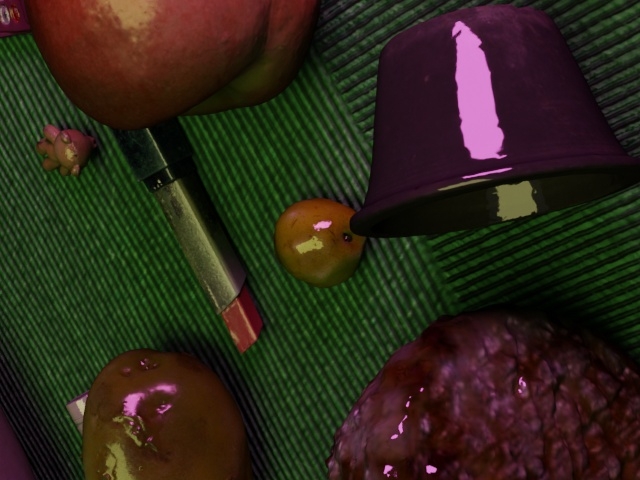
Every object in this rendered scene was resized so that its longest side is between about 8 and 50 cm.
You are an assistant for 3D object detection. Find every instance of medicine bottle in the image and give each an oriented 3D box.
[{"bbox_3d":[-0.265,0.225,1.118,0.057,0.057,0.089,-27,94,32],"label":"medicine bottle"}]

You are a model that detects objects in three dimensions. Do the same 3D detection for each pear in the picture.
[{"bbox_3d":[0.000,0.000,0.888,0.097,0.092,0.092,-32,90,32],"label":"pear"}]

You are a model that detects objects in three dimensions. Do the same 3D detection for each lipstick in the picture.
[{"bbox_3d":[-0.137,-0.027,0.973,0.051,0.051,0.312,-24,97,31],"label":"lipstick"}]

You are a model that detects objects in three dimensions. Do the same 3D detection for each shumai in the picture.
[{"bbox_3d":[0.127,0.272,0.810,0.395,0.395,0.348,56,142,0],"label":"shumai"}]

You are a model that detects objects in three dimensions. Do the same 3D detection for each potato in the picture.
[{"bbox_3d":[-0.164,0.239,0.998,0.148,0.186,0.253,-18,102,46],"label":"potato"}]

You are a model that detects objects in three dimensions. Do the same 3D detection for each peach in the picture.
[{"bbox_3d":[-0.129,-0.218,0.788,0.252,0.252,0.252,9,111,25],"label":"peach"}]

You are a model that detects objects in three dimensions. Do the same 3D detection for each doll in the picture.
[{"bbox_3d":[-0.293,-0.099,1.026,0.093,0.051,0.061,-9,109,31],"label":"doll"}]

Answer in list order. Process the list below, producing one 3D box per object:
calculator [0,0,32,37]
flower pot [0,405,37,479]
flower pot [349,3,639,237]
[{"bbox_3d":[-0.343,-0.287,1.001,0.191,0.034,0.126,2,109,33],"label":"calculator"},{"bbox_3d":[-0.536,0.250,1.151,0.294,0.294,0.330,-22,89,31],"label":"flower pot"},{"bbox_3d":[0.128,-0.095,0.735,0.235,0.235,0.148,-14,80,30],"label":"flower pot"}]
